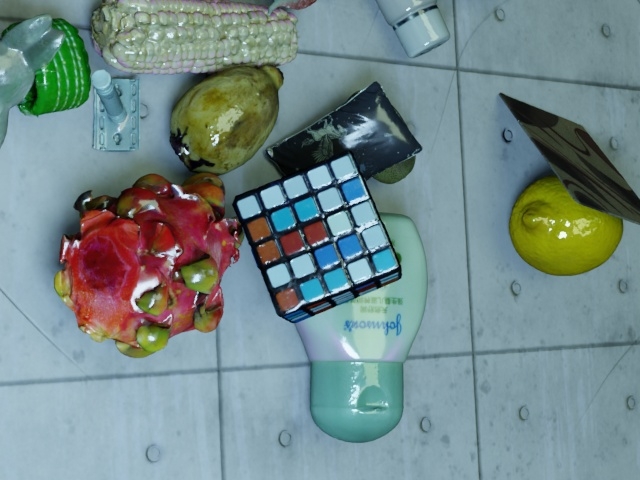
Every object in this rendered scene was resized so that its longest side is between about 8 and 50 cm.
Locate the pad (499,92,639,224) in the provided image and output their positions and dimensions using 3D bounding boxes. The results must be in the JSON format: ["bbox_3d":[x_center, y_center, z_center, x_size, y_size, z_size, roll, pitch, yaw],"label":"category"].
[{"bbox_3d":[0.453,-0.139,2.059,0.220,0.004,0.330,15,32,-32],"label":"pad"}]

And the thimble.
[{"bbox_3d":[-0.370,-0.233,1.592,0.090,0.118,0.130,-18,113,-37],"label":"thimble"}]

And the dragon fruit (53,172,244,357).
[{"bbox_3d":[-0.214,0.018,1.599,0.228,0.243,0.307,24,72,11],"label":"dragon fruit"}]

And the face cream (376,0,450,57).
[{"bbox_3d":[0.114,-0.458,1.969,0.143,0.089,0.314,-27,89,-33],"label":"face cream"}]

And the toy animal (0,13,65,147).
[{"bbox_3d":[-0.423,-0.194,1.505,0.251,0.125,0.127,-42,146,3],"label":"toy animal"}]

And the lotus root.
[{"bbox_3d":[-0.132,-0.186,1.728,0.214,0.138,0.138,-48,111,-16],"label":"lotus root"}]

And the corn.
[{"bbox_3d":[-0.177,-0.299,1.732,0.335,0.127,0.126,-1,85,-38],"label":"corn"}]

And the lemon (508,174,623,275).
[{"bbox_3d":[0.430,-0.027,2.061,0.244,0.187,0.186,9,80,-43],"label":"lemon"}]

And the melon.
[{"bbox_3d":[0.093,-0.168,1.905,0.099,0.099,0.162,-36,100,-31],"label":"melon"}]

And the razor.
[{"bbox_3d":[-0.285,-0.192,1.585,0.068,0.232,0.106,-1,83,-4],"label":"razor"}]

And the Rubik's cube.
[{"bbox_3d":[0.000,0.000,1.660,0.187,0.184,0.182,-22,83,4],"label":"Rubik's cube"}]

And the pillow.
[{"bbox_3d":[0.036,-0.141,1.838,0.208,0.055,0.141,-34,106,7],"label":"pillow"}]

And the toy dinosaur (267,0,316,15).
[{"bbox_3d":[-0.032,-0.389,1.824,0.167,0.053,0.242,34,32,-22],"label":"toy dinosaur"}]

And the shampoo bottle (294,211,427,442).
[{"bbox_3d":[0.056,0.134,1.812,0.222,0.151,0.349,4,84,-19],"label":"shampoo bottle"}]
